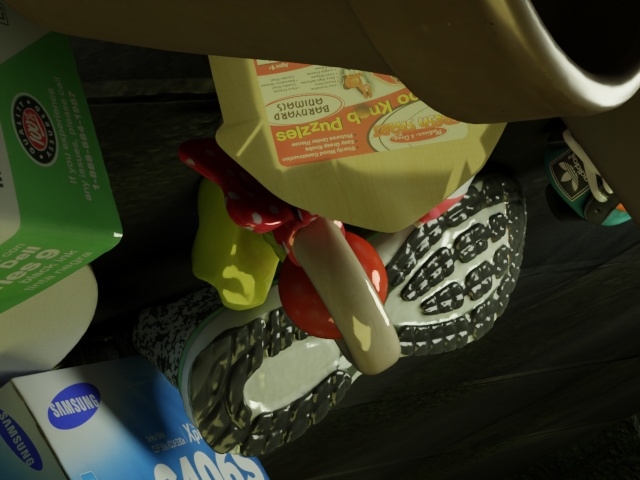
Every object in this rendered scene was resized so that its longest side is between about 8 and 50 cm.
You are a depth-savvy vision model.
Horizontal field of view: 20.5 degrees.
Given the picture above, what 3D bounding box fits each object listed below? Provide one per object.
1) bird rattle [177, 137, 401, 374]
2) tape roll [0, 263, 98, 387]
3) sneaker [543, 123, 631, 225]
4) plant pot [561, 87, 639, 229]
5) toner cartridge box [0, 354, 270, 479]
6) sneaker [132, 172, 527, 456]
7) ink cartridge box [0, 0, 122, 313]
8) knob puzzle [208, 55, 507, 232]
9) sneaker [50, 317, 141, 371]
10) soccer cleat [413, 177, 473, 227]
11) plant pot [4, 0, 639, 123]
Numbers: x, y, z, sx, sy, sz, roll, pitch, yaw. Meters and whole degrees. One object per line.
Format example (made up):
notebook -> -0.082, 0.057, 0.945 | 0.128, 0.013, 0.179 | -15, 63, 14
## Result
bird rattle -> 0.000, 0.000, 1.275 | 0.143, 0.207, 0.253 | -33, 177, -14
tape roll -> -0.347, 0.065, 1.227 | 0.392, 0.072, 0.392 | -20, 158, -8
sneaker -> 0.252, -0.069, 1.452 | 0.121, 0.108, 0.302 | -21, 166, -3
plant pot -> 0.280, -0.100, 1.069 | 0.323, 0.280, 0.323 | -15, 165, -4
toner cartridge box -> -0.157, 0.184, 1.439 | 0.075, 0.165, 0.348 | -35, 171, 15
sneaker -> 0.009, 0.026, 1.529 | 0.410, 0.182, 0.158 | -24, 126, -34
ink cartridge box -> -0.232, -0.081, 0.686 | 0.121, 0.211, 0.289 | -26, 163, 28
knob puzzle -> 0.028, -0.086, 1.102 | 0.213, 0.030, 0.213 | -1, 130, -1
sneaker -> -0.164, 0.120, 1.658 | 0.283, 0.107, 0.124 | -28, 156, 31
soccer cleat -> 0.078, -0.087, 1.292 | 0.095, 0.083, 0.248 | -46, 161, -9
plant pot -> -0.014, -0.167, 0.650 | 0.229, 0.263, 0.263 | -4, 172, 27
